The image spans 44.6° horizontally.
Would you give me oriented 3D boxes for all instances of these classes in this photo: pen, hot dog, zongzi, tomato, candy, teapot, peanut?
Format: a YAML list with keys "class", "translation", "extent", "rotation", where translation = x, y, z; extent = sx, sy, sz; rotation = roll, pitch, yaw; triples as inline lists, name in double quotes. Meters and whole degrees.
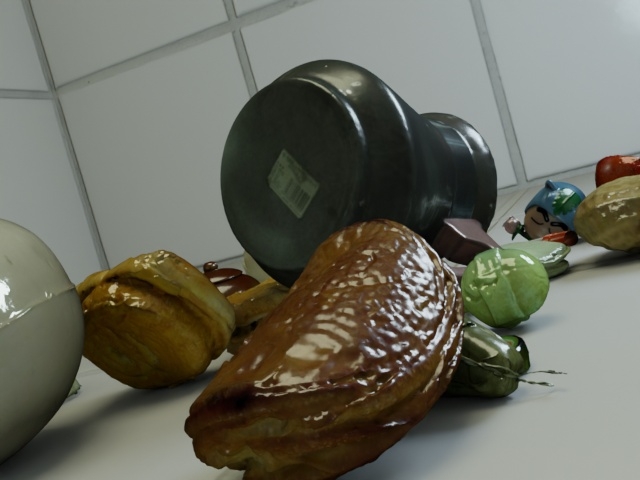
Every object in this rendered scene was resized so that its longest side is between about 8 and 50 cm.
- class: "pen"
  translation: [0.338, 0.012, 1.252]
  extent: [0.028, 0.028, 0.239]
  rotation: [-17, -4, -15]
- class: "hot dog"
  translation: [0.011, 0.088, 0.632]
  extent: [0.196, 0.122, 0.272]
  rotation: [-25, 14, 31]
- class: "zongzi"
  translation: [0.134, 0.070, 0.676]
  extent: [0.062, 0.130, 0.154]
  rotation: [22, -22, -40]
- class: "tomato"
  translation: [0.551, -0.068, 1.328]
  extent: [0.189, 0.099, 0.173]
  rotation: [24, -7, 9]
- class: "candy"
  translation: [0.102, 0.099, 0.910]
  extent: [0.336, 0.093, 0.092]
  rotation: [-24, -16, 15]
- class: "teapot"
  translation: [0.092, -0.061, 1.086]
  extent: [0.362, 0.376, 0.305]
  rotation: [-2, -48, -49]
- class: "peanut"
  translation: [0.478, -0.044, 1.093]
  extent: [0.233, 0.110, 0.197]
  rotation: [-15, 3, 39]
- class: "teapot"
  translation: [-0.204, 0.108, 1.516]
  extent: [0.178, 0.135, 0.252]
  rotation: [-19, 2, 7]

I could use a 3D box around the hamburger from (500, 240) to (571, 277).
- class: "hamburger"
  translation: [0.318, 0.029, 1.141]
  extent: [0.084, 0.054, 0.121]
  rotation: [-11, 4, -14]

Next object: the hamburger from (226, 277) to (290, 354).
- class: "hamburger"
  translation: [-0.048, 0.098, 1.176]
  extent: [0.214, 0.108, 0.214]
  rotation: [-16, 2, 1]

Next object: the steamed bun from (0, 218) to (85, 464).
- class: "steamed bun"
  translation: [-0.439, 0.123, 0.884]
  extent: [0.334, 0.334, 0.374]
  rotation: [-15, 6, 7]

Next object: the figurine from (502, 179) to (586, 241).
- class: "figurine"
  translation: [0.410, -0.033, 1.414]
  extent: [0.144, 0.114, 0.178]
  rotation: [-38, -9, 1]

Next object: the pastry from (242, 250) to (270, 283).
- class: "pastry"
  translation: [-0.069, 0.041, 1.972]
  extent: [0.265, 0.133, 0.265]
  rotation: [-15, 3, 1]

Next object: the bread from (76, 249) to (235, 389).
- class: "bread"
  translation: [-0.236, 0.114, 1.078]
  extent: [0.236, 0.198, 0.120]
  rotation: [-22, 35, 35]

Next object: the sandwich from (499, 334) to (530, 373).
- class: "sandwich"
  translation: [0.157, 0.112, 0.737]
  extent: [0.069, 0.026, 0.101]
  rotation: [-24, 5, -40]

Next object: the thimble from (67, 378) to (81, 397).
- class: "thimble"
  translation: [-0.532, 0.208, 1.228]
  extent: [0.271, 0.150, 0.271]
  rotation: [-15, 4, 1]
